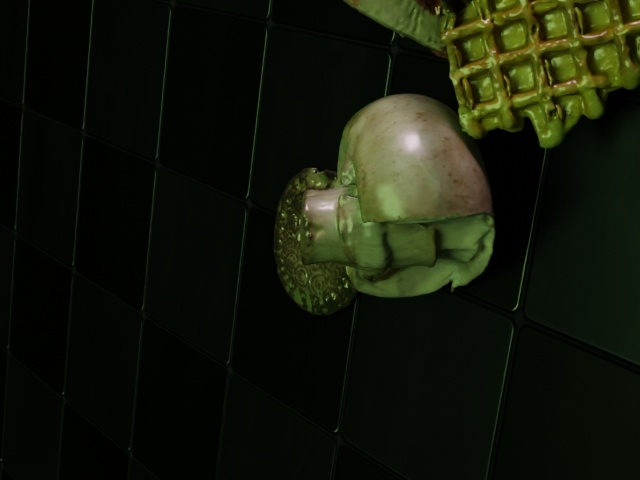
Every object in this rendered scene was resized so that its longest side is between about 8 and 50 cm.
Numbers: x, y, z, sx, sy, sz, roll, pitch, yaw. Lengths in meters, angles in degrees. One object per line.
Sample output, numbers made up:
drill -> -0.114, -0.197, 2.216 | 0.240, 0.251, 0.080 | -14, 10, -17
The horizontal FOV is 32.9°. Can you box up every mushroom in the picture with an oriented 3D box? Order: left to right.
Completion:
mushroom -> 0.073, -0.054, 1.136 | 0.254, 0.195, 0.189 | 93, 174, -64

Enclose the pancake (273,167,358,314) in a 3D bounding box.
pancake -> -0.001, 0.000, 1.388 | 0.199, 0.021, 0.199 | 6, 98, 51

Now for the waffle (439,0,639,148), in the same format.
waffle -> 0.191, -0.246, 1.002 | 0.283, 0.065, 0.310 | 31, 109, 4

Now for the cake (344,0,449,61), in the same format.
cake -> 0.121, -0.308, 1.064 | 0.262, 0.158, 0.160 | -49, 30, 41
